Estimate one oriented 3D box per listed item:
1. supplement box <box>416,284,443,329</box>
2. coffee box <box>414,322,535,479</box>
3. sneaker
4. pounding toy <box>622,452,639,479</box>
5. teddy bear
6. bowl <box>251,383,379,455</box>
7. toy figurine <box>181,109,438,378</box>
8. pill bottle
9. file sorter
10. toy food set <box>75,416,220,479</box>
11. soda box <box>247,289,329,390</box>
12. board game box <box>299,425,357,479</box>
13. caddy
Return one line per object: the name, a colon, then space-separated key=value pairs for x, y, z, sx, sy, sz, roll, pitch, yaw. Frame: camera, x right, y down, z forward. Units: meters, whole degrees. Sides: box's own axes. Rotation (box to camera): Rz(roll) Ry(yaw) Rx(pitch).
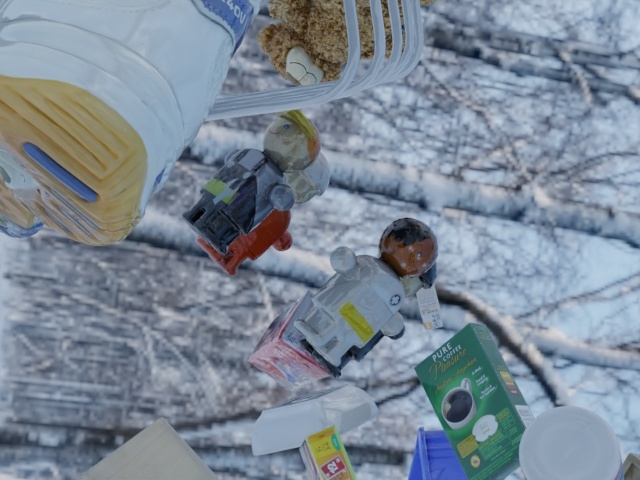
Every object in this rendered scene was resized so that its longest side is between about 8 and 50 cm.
supplement box: x=0.197 y=0.106 z=2.034 sx=0.062 sy=0.036 sz=0.098 roll=67 pitch=11 yaw=-59
coffee box: x=0.201 y=0.208 z=1.403 sx=0.113 sy=0.040 sz=0.184 roll=-46 pitch=-126 yaw=30
sneaker: x=-0.121 y=-0.077 z=0.495 sx=0.296 sy=0.112 sz=0.131 roll=12 pitch=-118 yaw=53
pounding toy: x=0.466 y=0.361 z=1.557 sx=0.141 sy=0.100 sz=0.130 roll=39 pitch=-75 yaw=44
teddy bear: x=0.038 y=-0.341 z=1.743 sx=0.338 sy=0.245 sz=0.113 roll=-21 pitch=-119 yaw=29
bowl: x=-0.010 y=0.226 z=1.427 sx=0.142 sy=0.142 sz=0.053 roll=-18 pitch=-94 yaw=34
toy figurine: x=0.000 y=0.000 z=0.958 sx=0.148 sy=0.213 sz=0.209 roll=-45 pitch=171 yaw=-8
pill bottle: x=0.287 y=0.269 z=1.248 sx=0.180 sy=0.108 sz=0.108 roll=63 pitch=20 yaw=-55
file sorter: x=-0.045 y=-0.171 z=0.702 sx=0.277 sy=0.192 sz=0.173 roll=-42 pitch=125 yaw=-73
toy food set: x=-0.267 y=0.431 z=1.774 sx=0.092 sy=0.220 sz=0.306 roll=-46 pitch=174 yaw=27
soda box: x=-0.029 y=0.151 z=1.600 sx=0.083 sy=0.092 sz=0.263 roll=-56 pitch=-177 yaw=-17
board game box: x=0.017 y=0.242 z=1.032 sx=0.259 sy=0.039 sz=0.124 roll=89 pitch=-21 yaw=-78
caddy: x=0.230 y=0.483 z=1.911 sx=0.241 sy=0.179 sz=0.341 roll=75 pitch=8 yaw=-54
